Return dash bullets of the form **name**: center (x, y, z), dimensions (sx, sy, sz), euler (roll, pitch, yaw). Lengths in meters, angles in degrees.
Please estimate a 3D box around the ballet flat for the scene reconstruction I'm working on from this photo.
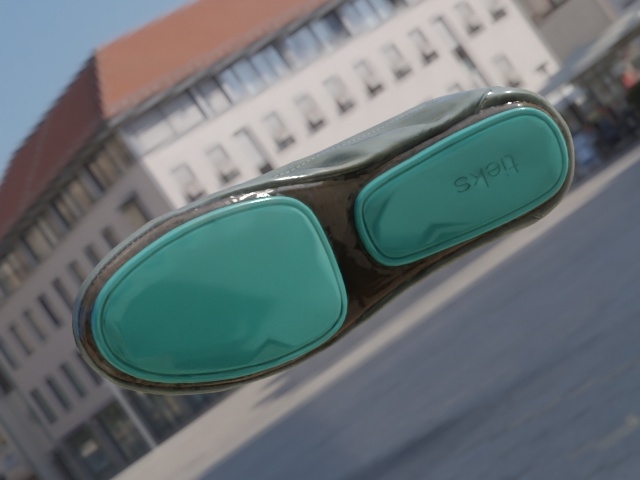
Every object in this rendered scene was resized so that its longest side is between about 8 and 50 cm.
- **ballet flat**: center (0.000, 0.000, 0.609), dimensions (0.213, 0.072, 0.068), euler (-24, 12, -20)
